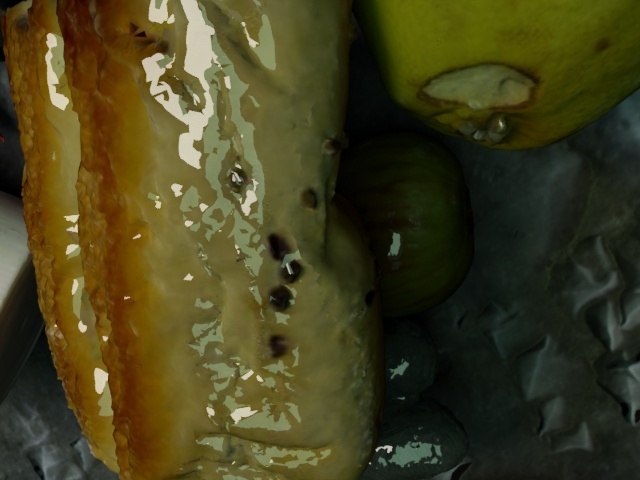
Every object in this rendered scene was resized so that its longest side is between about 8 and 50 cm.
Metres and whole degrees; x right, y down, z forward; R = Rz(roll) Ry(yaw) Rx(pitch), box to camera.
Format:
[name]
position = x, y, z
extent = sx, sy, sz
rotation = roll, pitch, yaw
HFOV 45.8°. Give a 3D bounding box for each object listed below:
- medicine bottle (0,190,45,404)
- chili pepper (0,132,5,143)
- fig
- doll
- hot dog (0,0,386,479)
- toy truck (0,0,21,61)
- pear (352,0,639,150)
[medicine bottle]
position = -0.420, 0.018, 0.678
extent = 0.325, 0.256, 0.256
rotation = 23, 115, -5
[chili pepper]
position = -0.396, -0.132, 0.631
extent = 0.268, 0.059, 0.050
rotation = 15, 130, -34
[fig]
position = 0.000, 0.000, 0.641
extent = 0.259, 0.151, 0.151
rotation = -11, 108, 21
[doll]
position = -0.047, 0.175, 0.696
extent = 0.340, 0.158, 0.246
rotation = -19, 74, 30
[hot dog]
position = -0.093, 0.006, 0.551
extent = 0.367, 0.196, 0.365
rotation = 11, 105, 55
[toy truck]
position = -0.378, -0.217, 0.648
extent = 0.224, 0.147, 0.165
rotation = -5, 133, 17
[pear]
position = 0.137, -0.216, 0.466
extent = 0.269, 0.269, 0.321
rotation = 9, 98, 9
